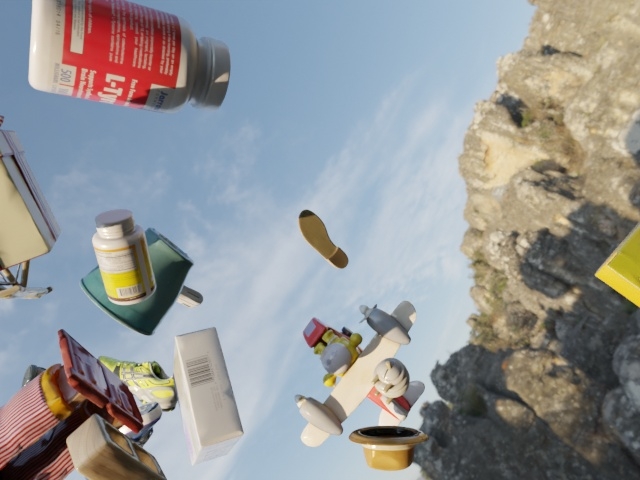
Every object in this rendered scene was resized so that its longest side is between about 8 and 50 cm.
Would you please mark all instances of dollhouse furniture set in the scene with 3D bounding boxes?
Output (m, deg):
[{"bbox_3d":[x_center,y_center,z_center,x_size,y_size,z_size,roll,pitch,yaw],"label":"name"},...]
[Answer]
[{"bbox_3d":[-0.300,0.292,0.530,0.201,0.374,0.152,-41,-53,-16],"label":"dollhouse furniture set"}]

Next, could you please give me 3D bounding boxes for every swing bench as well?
[{"bbox_3d":[-0.866,0.044,1.249,0.165,0.255,0.253,-15,-4,-14],"label":"swing bench"}]

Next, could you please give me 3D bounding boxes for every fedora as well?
[{"bbox_3d":[0.160,0.488,1.096,0.194,0.194,0.079,27,-119,-66],"label":"fedora"}]

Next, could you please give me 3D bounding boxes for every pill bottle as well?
[{"bbox_3d":[-0.473,0.039,1.125,0.117,0.117,0.215,-32,-51,-45],"label":"pill bottle"},{"bbox_3d":[-0.430,-0.423,1.077,0.407,0.229,0.229,3,-61,-32],"label":"pill bottle"}]

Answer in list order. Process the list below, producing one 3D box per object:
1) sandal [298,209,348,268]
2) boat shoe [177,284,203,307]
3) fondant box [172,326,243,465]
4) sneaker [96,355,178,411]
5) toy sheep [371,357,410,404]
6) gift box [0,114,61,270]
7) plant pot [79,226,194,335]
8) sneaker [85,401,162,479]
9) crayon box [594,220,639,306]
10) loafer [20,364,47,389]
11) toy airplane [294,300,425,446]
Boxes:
[{"bbox_3d":[-0.005,0.004,1.593,0.088,0.240,0.079,-43,9,-19],"label":"sandal"},{"bbox_3d":[-0.580,0.207,1.861,0.075,0.226,0.083,-38,26,27],"label":"boat shoe"},{"bbox_3d":[-0.278,0.380,1.106,0.096,0.239,0.330,-11,-27,-23],"label":"fondant box"},{"bbox_3d":[-0.719,0.536,1.865,0.145,0.384,0.147,51,-119,-79],"label":"sneaker"},{"bbox_3d":[0.158,0.309,1.048,0.091,0.091,0.132,-46,-33,-26],"label":"toy sheep"},{"bbox_3d":[-0.661,-0.075,0.856,0.254,0.276,0.259,-25,-68,-23],"label":"gift box"},{"bbox_3d":[-0.542,0.108,1.447,0.255,0.271,0.272,-51,-25,-8],"label":"plant pot"},{"bbox_3d":[-0.554,0.641,1.381,0.322,0.237,0.130,-29,3,12],"label":"sneaker"},{"bbox_3d":[0.697,0.059,0.928,0.318,0.202,0.081,-30,-29,-32],"label":"crayon box"},{"bbox_3d":[-0.961,0.547,1.570,0.096,0.268,0.084,-38,-44,27],"label":"loafer"},{"bbox_3d":[0.101,0.379,1.343,0.272,0.383,0.387,39,-136,-51],"label":"toy airplane"}]
